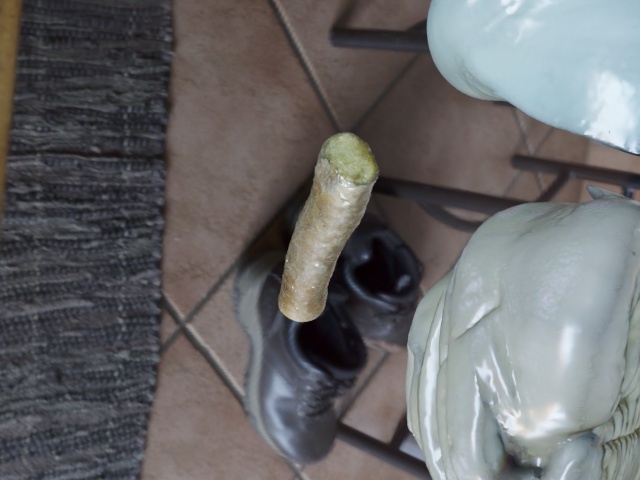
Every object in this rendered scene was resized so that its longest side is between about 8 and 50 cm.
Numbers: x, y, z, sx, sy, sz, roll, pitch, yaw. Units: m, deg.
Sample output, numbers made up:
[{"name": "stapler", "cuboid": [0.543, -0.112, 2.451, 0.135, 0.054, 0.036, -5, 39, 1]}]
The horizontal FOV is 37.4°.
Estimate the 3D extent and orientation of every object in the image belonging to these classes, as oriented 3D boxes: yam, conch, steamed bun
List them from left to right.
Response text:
[{"name": "yam", "cuboid": [0.000, 0.000, 1.031, 0.066, 0.066, 0.299, -39, 163, -32]}, {"name": "steamed bun", "cuboid": [0.117, 0.068, 0.540, 0.218, 0.144, 0.211, 3, 101, -61]}, {"name": "conch", "cuboid": [0.166, -0.109, 0.521, 0.121, 0.221, 0.185, 89, 26, -48]}]
